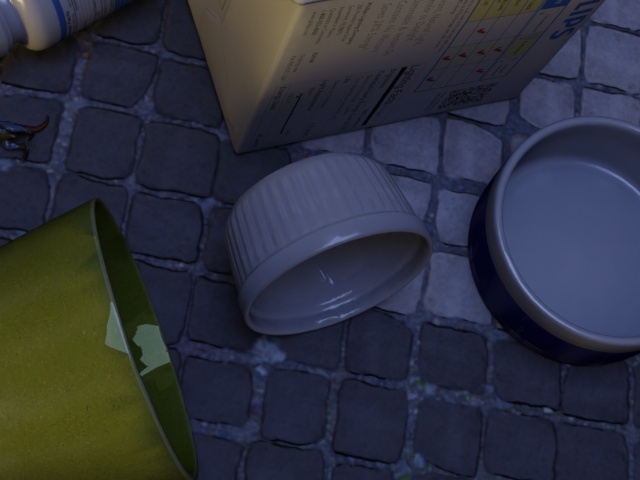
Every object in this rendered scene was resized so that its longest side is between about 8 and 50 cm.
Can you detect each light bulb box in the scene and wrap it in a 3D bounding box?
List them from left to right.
[{"bbox_3d":[0.077,-0.283,1.309,0.361,0.358,0.225,-13,76,-18],"label":"light bulb box"}]

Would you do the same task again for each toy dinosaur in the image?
[{"bbox_3d":[-0.347,-0.112,1.336,0.082,0.047,0.090,23,34,6],"label":"toy dinosaur"}]

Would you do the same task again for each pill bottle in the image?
[{"bbox_3d":[-0.288,-0.281,1.353,0.221,0.124,0.124,-33,80,-21],"label":"pill bottle"}]

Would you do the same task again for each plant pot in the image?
[{"bbox_3d":[-0.295,0.139,1.147,0.293,0.275,0.275,-20,75,-2],"label":"plant pot"}]

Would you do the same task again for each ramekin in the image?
[{"bbox_3d":[0.000,0.000,1.278,0.207,0.207,0.109,-17,66,-18],"label":"ramekin"}]

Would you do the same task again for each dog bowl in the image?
[{"bbox_3d":[0.302,0.002,1.394,0.265,0.104,0.265,4,70,-11],"label":"dog bowl"}]
